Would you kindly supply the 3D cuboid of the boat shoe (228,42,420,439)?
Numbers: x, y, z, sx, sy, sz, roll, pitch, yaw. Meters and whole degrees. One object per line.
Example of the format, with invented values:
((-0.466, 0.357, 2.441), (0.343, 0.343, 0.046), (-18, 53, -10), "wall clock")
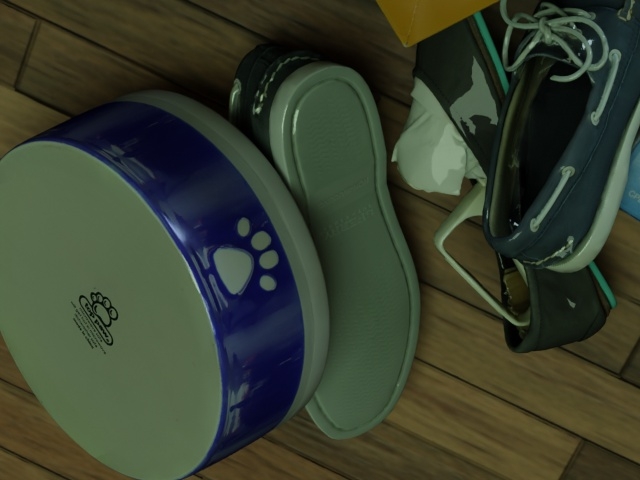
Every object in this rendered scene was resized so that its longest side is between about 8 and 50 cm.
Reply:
((0.000, 0.000, 1.410), (0.091, 0.114, 0.303), (33, 133, 50), "boat shoe")

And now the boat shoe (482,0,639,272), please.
((0.159, -0.108, 1.258), (0.095, 0.079, 0.255), (17, 91, 46), "boat shoe")

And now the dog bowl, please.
((-0.122, 0.034, 1.383), (0.265, 0.104, 0.265), (25, 129, 36), "dog bowl")

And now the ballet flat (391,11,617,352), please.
((0.113, -0.038, 1.344), (0.096, 0.095, 0.280), (-29, 107, -4), "ballet flat")

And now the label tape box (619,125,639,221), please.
((0.372, -0.104, 1.244), (0.240, 0.106, 0.334), (34, 119, -2), "label tape box")

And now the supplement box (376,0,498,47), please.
((0.118, -0.243, 1.194), (0.191, 0.194, 0.129), (-25, 106, 25), "supplement box")
